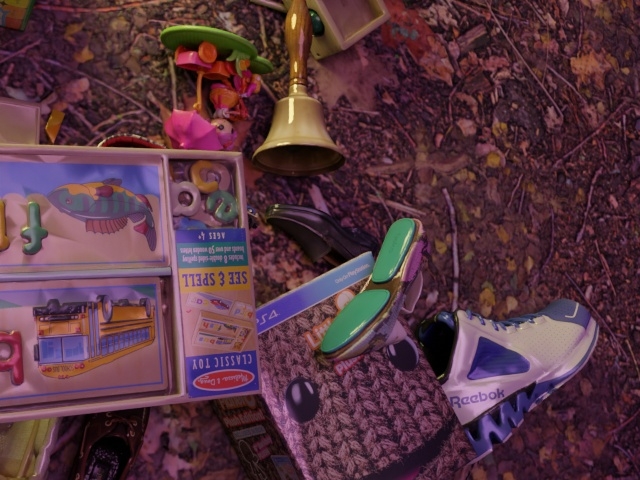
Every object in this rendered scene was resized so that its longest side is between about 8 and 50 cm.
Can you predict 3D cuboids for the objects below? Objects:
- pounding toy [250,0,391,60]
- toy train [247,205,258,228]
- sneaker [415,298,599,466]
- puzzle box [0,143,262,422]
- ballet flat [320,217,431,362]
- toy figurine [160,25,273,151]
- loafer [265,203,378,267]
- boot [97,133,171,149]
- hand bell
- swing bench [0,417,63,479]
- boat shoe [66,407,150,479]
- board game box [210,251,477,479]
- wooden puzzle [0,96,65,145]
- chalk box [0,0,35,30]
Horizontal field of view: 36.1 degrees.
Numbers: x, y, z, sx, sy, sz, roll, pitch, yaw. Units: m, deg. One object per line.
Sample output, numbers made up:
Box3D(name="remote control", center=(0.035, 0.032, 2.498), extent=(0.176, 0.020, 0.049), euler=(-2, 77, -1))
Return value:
Box3D(name="pounding toy", center=(0.000, -0.340, 1.434), extent=(0.141, 0.100, 0.130), euler=(-40, 108, -30))
Box3D(name="toy train", center=(-0.150, -0.059, 1.288), extent=(0.158, 0.027, 0.036), euler=(28, 51, -16))
Box3D(name="sneaker", center=(0.241, 0.148, 1.363), extent=(0.315, 0.127, 0.182), euler=(-38, 95, -31))
Box3D(name="puzzle box", center=(-0.256, 0.041, 0.981), extent=(0.409, 0.052, 0.272), euler=(-2, 84, -32))
Box3D(name="ballet flat", center=(0.081, 0.072, 1.176), extent=(0.079, 0.077, 0.221), euler=(50, 55, -28))
Box3D(name="toy figurine", center=(-0.144, -0.179, 1.302), extent=(0.173, 0.130, 0.159), euler=(17, 78, -49))
Box3D(name="loafer", center=(0.000, 0.000, 1.327), extent=(0.170, 0.062, 0.061), euler=(22, 69, -19))
Box3D(name="boot", center=(-0.186, -0.038, 1.170), extent=(0.236, 0.179, 0.085), euler=(21, 65, -20))
Box3D(name="hand bell", center=(-0.032, -0.221, 1.338), extent=(0.126, 0.126, 0.242), euler=(6, 74, -26))
Box3D(name="swing bench", center=(-0.385, 0.113, 1.028), extent=(0.255, 0.165, 0.253), euler=(26, 62, -24))
Box3D(name="boat shoe", center=(-0.236, 0.230, 1.116), extent=(0.073, 0.073, 0.207), euler=(22, 63, -19))
Box3D(name="board game box", center=(0.013, 0.200, 1.216), extent=(0.232, 0.141, 0.291), euler=(-27, 87, -32))
Box3D(name="wooden puzzle", center=(-0.377, -0.142, 1.203), extent=(0.116, 0.014, 0.078), euler=(14, 63, -23))
Box3D(name="chalk box", center=(-0.405, -0.347, 1.189), extent=(0.132, 0.132, 0.213), euler=(9, 70, -25))
